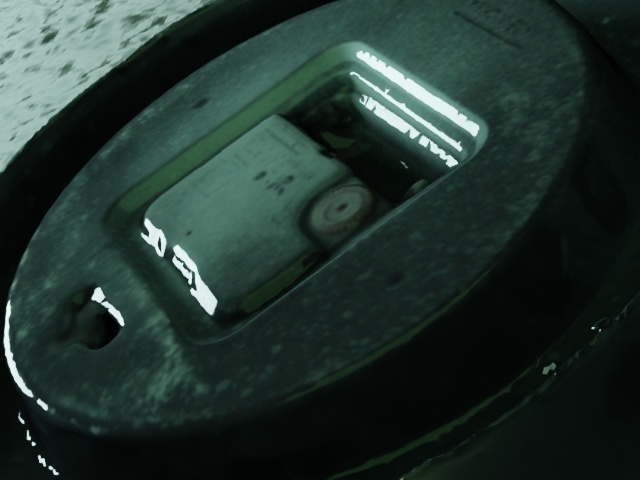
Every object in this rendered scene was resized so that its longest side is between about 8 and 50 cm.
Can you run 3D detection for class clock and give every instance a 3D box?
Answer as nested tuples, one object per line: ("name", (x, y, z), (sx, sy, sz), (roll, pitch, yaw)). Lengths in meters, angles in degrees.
("clock", (0.000, 0.000, 0.616), (0.386, 0.076, 0.386), (-22, 33, 16))
